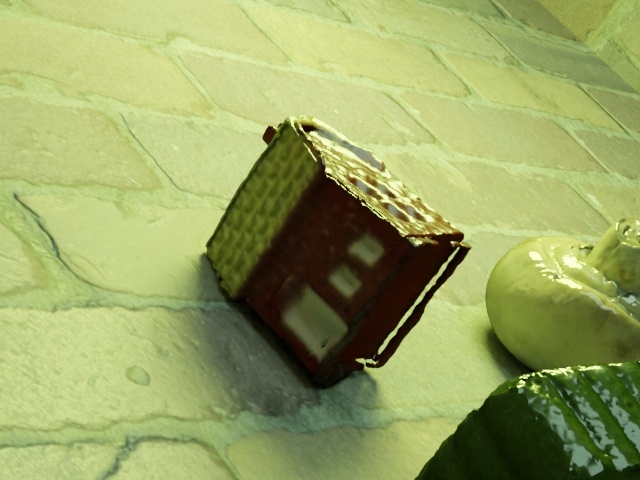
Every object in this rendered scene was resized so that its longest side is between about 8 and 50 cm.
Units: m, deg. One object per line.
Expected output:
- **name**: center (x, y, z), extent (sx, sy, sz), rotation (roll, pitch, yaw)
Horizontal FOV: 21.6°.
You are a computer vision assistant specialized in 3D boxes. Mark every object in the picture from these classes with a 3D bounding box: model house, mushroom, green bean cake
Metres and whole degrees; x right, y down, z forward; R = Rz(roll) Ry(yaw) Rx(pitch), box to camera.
- **model house**: center (0.000, 0.000, 1.800), extent (0.254, 0.196, 0.160), rotation (45, 23, 25)
- **mushroom**: center (0.347, 0.071, 2.112), extent (0.260, 0.234, 0.254), rotation (19, 24, -35)
- **green bean cake**: center (0.219, 0.234, 1.536), extent (0.250, 0.247, 0.156), rotation (-3, 50, -44)
